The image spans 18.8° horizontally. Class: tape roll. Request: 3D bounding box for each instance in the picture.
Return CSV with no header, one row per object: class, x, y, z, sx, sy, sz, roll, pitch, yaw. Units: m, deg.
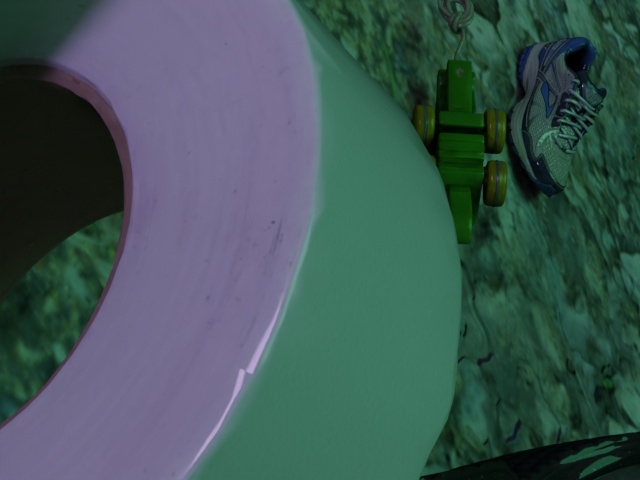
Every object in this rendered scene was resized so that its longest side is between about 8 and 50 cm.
tape roll,-0.099,0.028,0.650,0.100,0.286,0.286,42,41,-48

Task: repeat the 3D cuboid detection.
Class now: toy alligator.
toy alligator,0.085,-0.070,1.220,0.051,0.056,0.189,100,-8,-57

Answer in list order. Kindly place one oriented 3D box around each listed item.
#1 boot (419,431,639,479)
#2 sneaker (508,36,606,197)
boot,0.125,0.229,1.075,0.338,0.118,0.222,-5,80,-47
sneaker,0.168,-0.092,1.348,0.052,0.058,0.135,40,43,-39
